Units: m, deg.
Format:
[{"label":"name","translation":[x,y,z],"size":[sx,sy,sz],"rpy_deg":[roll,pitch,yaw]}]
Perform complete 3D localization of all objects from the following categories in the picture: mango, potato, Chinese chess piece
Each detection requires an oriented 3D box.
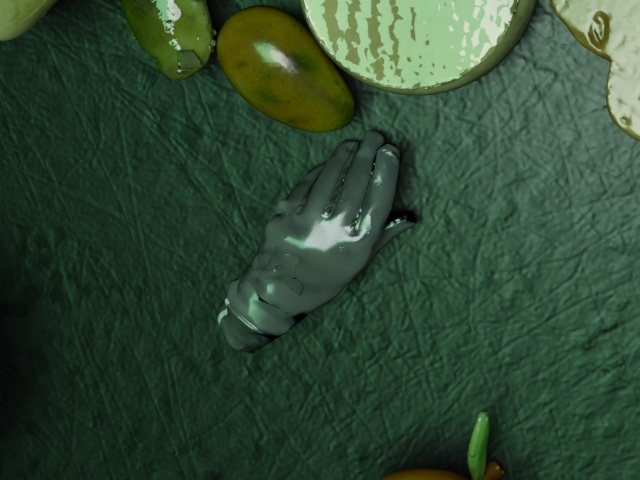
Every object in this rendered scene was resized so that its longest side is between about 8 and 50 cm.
[{"label":"mango","translation":[-0.039,-0.175,1.635],"size":[0.163,0.089,0.111],"rpy_deg":[52,147,-14]},{"label":"potato","translation":[-0.169,-0.282,1.652],"size":[0.117,0.090,0.225],"rpy_deg":[-9,93,47]},{"label":"Chinese chess piece","translation":[0.097,-0.271,1.569],"size":[0.249,0.103,0.250],"rpy_deg":[4,103,16]}]

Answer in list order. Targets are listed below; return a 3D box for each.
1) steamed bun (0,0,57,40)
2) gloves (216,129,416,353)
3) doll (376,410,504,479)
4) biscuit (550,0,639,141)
[{"label":"steamed bun","translation":[-0.331,-0.348,1.650],"size":[0.232,0.166,0.273],"rpy_deg":[-45,63,11]},{"label":"gloves","translation":[-0.001,0.009,1.666],"size":[0.142,0.119,0.285],"rpy_deg":[27,107,-22]},{"label":"doll","translation":[0.137,0.317,1.643],"size":[0.213,0.213,0.236],"rpy_deg":[35,70,8]},{"label":"biscuit","translation":[0.360,-0.278,1.509],"size":[0.269,0.051,0.376],"rpy_deg":[6,99,17]}]
